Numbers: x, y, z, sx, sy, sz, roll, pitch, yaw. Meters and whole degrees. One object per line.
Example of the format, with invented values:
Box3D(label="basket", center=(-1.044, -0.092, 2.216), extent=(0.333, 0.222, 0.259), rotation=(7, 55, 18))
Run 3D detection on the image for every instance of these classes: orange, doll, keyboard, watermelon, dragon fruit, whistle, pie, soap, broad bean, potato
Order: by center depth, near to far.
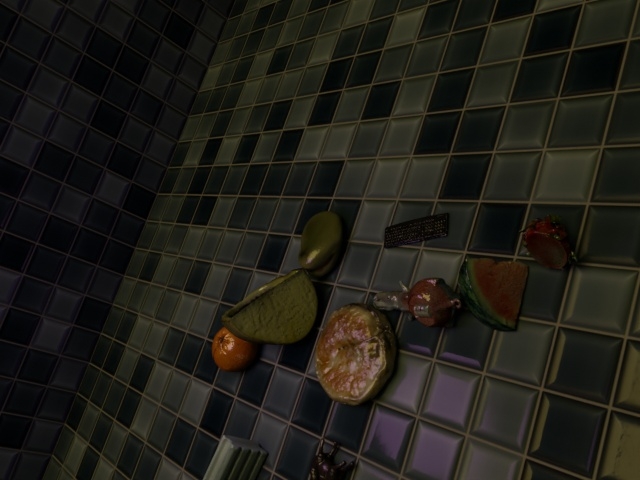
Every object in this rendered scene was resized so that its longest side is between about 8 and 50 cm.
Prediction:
Box3D(label="dragon fruit", center=(0.592, -0.007, 1.569), extent=(0.138, 0.142, 0.175), rotation=(111, -179, -51))
Box3D(label="watermelon", center=(0.470, 0.140, 1.621), extent=(0.202, 0.136, 0.207), rotation=(-53, 54, 19))
Box3D(label="whistle", center=(0.286, 0.183, 1.791), extent=(0.346, 0.142, 0.134), rotation=(-6, 38, 54))
Box3D(label="doll", center=(0.018, 0.697, 1.834), extent=(0.139, 0.057, 0.165), rotation=(39, 107, 49))
Box3D(label="pie", center=(0.106, 0.360, 1.918), extent=(0.339, 0.077, 0.340), rotation=(-21, 58, 37))
Box3D(label="keyboard", center=(0.308, -0.033, 1.970), extent=(0.250, 0.017, 0.087), rotation=(-13, 60, 43))
Box3D(label="soap", center=(-0.309, 0.809, 2.038), extent=(0.087, 0.159, 0.266), rotation=(21, 85, 51))
Box3D(label="potato", center=(-0.180, 0.277, 2.196), extent=(0.330, 0.213, 0.280), rotation=(-34, 7, -20))
Box3D(label="broad bean", center=(0.000, 0.000, 2.204), extent=(0.188, 0.121, 0.263), rotation=(-18, 54, 36))
Box3D(label="orange", center=(-0.328, 0.404, 2.293), extent=(0.193, 0.161, 0.194), rotation=(-31, 45, 37))
